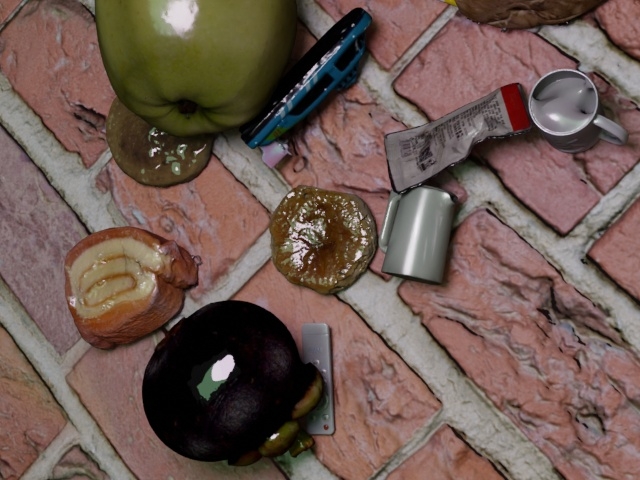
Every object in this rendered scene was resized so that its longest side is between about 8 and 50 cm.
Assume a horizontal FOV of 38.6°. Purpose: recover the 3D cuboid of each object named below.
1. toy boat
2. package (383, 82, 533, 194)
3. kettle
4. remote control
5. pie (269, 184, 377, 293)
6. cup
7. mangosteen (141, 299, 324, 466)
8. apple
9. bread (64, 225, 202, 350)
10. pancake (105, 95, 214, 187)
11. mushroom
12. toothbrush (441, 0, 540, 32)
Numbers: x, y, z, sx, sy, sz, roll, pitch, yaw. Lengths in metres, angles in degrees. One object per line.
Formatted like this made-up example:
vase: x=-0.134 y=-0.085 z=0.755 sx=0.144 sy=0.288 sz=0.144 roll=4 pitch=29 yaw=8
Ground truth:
toy boat: x=-0.007 y=-0.259 z=1.552 sx=0.299 sy=0.134 sz=0.092 roll=-44 pitch=106 yaw=9
package: x=0.211 y=-0.168 z=1.437 sx=0.239 sy=0.030 sz=0.154 roll=-26 pitch=36 yaw=19
kettle: x=0.155 y=-0.010 z=1.458 sx=0.098 sy=0.127 sz=0.148 roll=13 pitch=84 yaw=-9
remote control: x=-0.002 y=0.229 z=1.518 sx=0.050 sy=0.027 sz=0.184 roll=-4 pitch=86 yaw=23
pie: x=0.000 y=0.000 z=1.535 sx=0.195 sy=0.046 sz=0.195 roll=-3 pitch=83 yaw=22
cup: x=0.379 y=-0.176 z=1.357 sx=0.099 sy=0.133 sz=0.136 roll=-35 pitch=72 yaw=13
mangosteen: x=-0.131 y=0.247 z=1.463 sx=0.302 sy=0.275 sz=0.275 roll=41 pitch=101 yaw=-14
apple: x=-0.201 y=-0.355 z=1.502 sx=0.357 sy=0.357 sz=0.357 roll=-3 pitch=82 yaw=22
bread: x=-0.340 y=0.071 z=1.624 sx=0.244 sy=0.123 sz=0.190 roll=-25 pitch=73 yaw=16
pancake: x=-0.295 y=-0.214 z=1.682 sx=0.242 sy=0.050 sz=0.242 roll=-3 pitch=82 yaw=21
mushroom: x=0.335 y=-0.422 z=1.388 sx=0.286 sy=0.151 sz=0.156 roll=-12 pitch=76 yaw=15
toothbrush: x=0.227 y=-0.395 z=1.507 sx=0.288 sy=0.024 sz=0.021 roll=25 pitch=89 yaw=23
